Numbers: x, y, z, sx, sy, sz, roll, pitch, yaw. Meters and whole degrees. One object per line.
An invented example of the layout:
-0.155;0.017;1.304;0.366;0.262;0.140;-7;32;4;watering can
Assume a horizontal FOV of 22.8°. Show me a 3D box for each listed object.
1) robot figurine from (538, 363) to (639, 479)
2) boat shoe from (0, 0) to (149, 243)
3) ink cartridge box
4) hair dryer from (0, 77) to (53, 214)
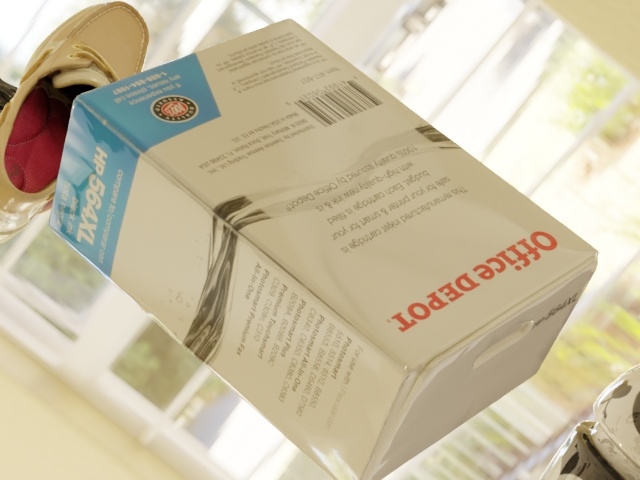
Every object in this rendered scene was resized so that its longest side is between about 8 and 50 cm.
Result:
0.193;0.204;0.962;0.173;0.209;0.278;16;-71;-51;robot figurine
-0.126;-0.067;0.813;0.059;0.063;0.170;-25;30;46;boat shoe
0.000;0.000;0.725;0.148;0.203;0.086;-26;-32;-44;ink cartridge box
-0.316;-0.097;1.429;0.293;0.223;0.080;-54;-17;-55;hair dryer
